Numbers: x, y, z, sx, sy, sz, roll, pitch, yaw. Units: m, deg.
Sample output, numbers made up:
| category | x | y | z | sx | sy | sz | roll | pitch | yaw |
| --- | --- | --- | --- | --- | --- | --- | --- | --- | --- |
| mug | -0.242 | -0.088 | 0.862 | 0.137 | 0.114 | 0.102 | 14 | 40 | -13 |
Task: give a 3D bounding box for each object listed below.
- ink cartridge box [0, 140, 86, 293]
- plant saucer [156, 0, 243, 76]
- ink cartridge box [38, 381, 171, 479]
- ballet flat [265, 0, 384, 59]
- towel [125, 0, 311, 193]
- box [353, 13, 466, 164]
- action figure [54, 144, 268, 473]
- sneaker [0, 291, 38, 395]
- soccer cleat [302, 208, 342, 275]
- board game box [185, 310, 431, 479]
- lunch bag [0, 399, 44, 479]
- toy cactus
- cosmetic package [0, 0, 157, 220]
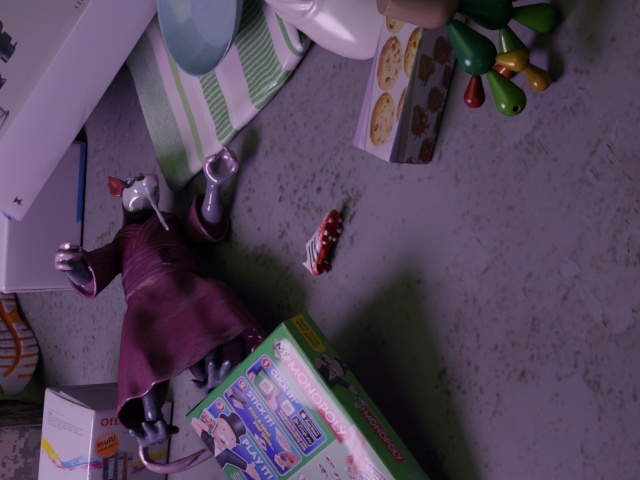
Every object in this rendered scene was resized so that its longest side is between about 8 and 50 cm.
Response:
| category | x | y | z | sx | sy | sz | roll | pitch | yaw |
| --- | --- | --- | --- | --- | --- | --- | --- | --- | --- |
| ink cartridge box | -0.492 | -0.049 | 1.997 | 0.307 | 0.129 | 0.223 | 8 | 96 | 48 |
| plant saucer | -0.138 | -0.296 | 1.599 | 0.195 | 0.037 | 0.195 | 17 | 110 | 54 |
| ink cartridge box | -0.290 | 0.289 | 1.770 | 0.127 | 0.128 | 0.176 | 12 | 99 | 48 |
| ballet flat | -0.063 | -0.349 | 1.479 | 0.139 | 0.139 | 0.400 | -52 | 57 | 35 |
| towel | -0.140 | -0.247 | 1.668 | 0.325 | 0.038 | 0.248 | -39 | 62 | 41 |
| box | 0.110 | -0.239 | 1.364 | 0.067 | 0.063 | 0.324 | 30 | 112 | 44 |
| action figure | -0.180 | 0.058 | 1.654 | 0.276 | 0.248 | 0.370 | 75 | 175 | -53 |
| sneaker | -0.496 | 0.159 | 2.046 | 0.083 | 0.084 | 0.215 | -57 | 41 | 34 |
| soccer cleat | 0.000 | 0.000 | 1.516 | 0.035 | 0.029 | 0.083 | 32 | 118 | 39 |
| board game box | 0.008 | 0.261 | 1.421 | 0.317 | 0.046 | 0.213 | 54 | 129 | 10 |
| lunch bag | -0.534 | 0.372 | 1.915 | 0.212 | 0.305 | 0.256 | 7 | 94 | 49 |
| toy cactus | 0.138 | -0.223 | 1.258 | 0.112 | 0.180 | 0.219 | 163 | 109 | -68 |
| cosmetic package | -0.382 | -0.251 | 1.780 | 0.377 | 0.097 | 0.284 | -57 | 42 | 4 |
